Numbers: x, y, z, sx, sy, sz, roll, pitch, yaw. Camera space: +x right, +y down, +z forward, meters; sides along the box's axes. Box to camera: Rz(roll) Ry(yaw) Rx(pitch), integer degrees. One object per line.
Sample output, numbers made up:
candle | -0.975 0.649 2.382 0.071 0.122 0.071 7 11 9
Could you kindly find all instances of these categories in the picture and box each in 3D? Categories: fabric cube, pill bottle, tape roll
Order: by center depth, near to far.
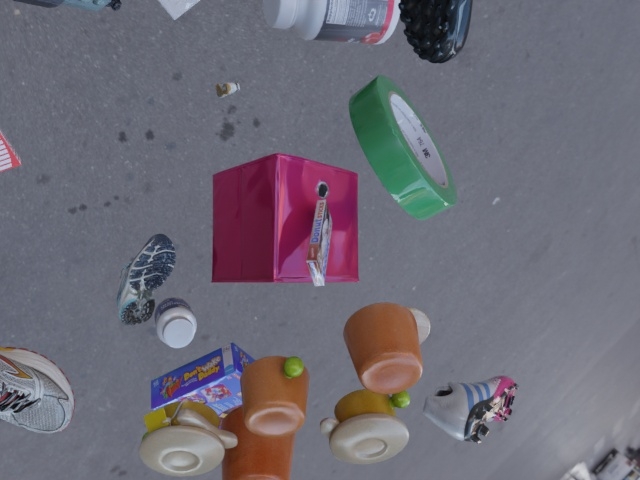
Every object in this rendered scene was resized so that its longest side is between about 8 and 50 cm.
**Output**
pill bottle | -0.254 0.144 0.775 0.067 0.120 0.067 -3 99 -23
tape roll | 0.186 -0.202 0.968 0.077 0.322 0.321 -30 145 28
fabric cube | -0.082 -0.030 1.024 0.254 0.259 0.259 6 81 -43
pill bottle | 0.026 -0.595 1.106 0.318 0.176 0.177 -8 125 -24

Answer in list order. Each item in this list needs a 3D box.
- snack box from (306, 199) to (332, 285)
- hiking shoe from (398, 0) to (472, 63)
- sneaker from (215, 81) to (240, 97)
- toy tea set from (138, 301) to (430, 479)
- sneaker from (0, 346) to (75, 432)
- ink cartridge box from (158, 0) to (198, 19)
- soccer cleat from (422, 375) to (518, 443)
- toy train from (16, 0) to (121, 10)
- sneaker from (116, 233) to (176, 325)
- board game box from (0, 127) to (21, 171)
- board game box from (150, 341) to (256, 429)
snack box | 0.000 0.000 0.842 0.022 0.178 0.064 -5 131 12
hiking shoe | 0.176 -0.377 0.543 0.131 0.113 0.304 -5 100 -28
sneaker | -0.211 -0.344 1.007 0.036 0.083 0.032 -21 115 -31
toy tea set | -0.022 0.173 0.498 0.335 0.124 0.200 -27 123 13
sneaker | -0.381 0.166 0.500 0.088 0.093 0.225 -38 126 -4
ink cartridge box | -0.380 -0.634 1.027 0.085 0.148 0.203 -35 125 9
soccer cleat | 0.361 0.371 1.047 0.331 0.143 0.116 6 98 -50
toy train | -0.493 -0.513 0.796 0.142 0.334 0.190 -35 103 16
sneaker | -0.484 0.087 1.174 0.110 0.122 0.283 7 122 -49
board game box | -0.783 -0.197 0.946 0.193 0.045 0.147 -28 132 -19
board game box | -0.241 0.416 1.168 0.233 0.078 0.347 -25 138 6
